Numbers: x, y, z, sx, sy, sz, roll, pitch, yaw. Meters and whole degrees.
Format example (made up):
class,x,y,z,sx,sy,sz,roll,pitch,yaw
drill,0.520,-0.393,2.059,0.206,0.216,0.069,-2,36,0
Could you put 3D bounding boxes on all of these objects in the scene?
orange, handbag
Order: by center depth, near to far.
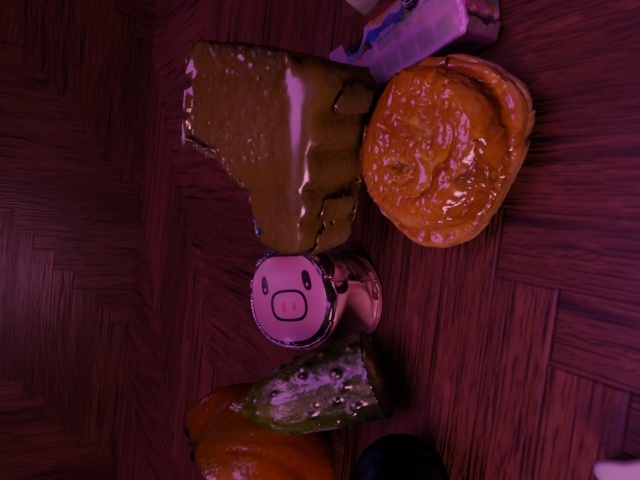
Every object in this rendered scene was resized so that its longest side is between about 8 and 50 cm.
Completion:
class,x,y,z,sx,sy,sz,roll,pitch,yaw
handbag,-0.010,0.095,0.792,0.205,0.116,0.179,-12,83,44
orange,-0.103,0.380,0.813,0.310,0.274,0.274,-87,21,-55

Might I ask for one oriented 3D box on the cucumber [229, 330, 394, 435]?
class,x,y,z,sx,sy,sz,roll,pitch,yaw
cucumber,-0.021,0.226,0.711,0.244,0.134,0.134,-17,66,12

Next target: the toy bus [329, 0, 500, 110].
class,x,y,z,sx,sy,sz,roll,pitch,yaw
toy bus,0.121,-0.284,0.688,0.274,0.090,0.112,-15,82,57

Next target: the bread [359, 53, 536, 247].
class,x,y,z,sx,sy,sz,roll,pitch,yaw
bread,0.149,-0.109,0.593,0.198,0.120,0.236,41,124,40

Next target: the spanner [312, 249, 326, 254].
class,x,y,z,sx,sy,sz,roll,pitch,yaw
spanner,0.000,0.000,0.868,0.087,0.024,0.316,30,114,34

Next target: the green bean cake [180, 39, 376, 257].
class,x,y,z,sx,sy,sz,roll,pitch,yaw
green bean cake,-0.063,-0.147,0.737,0.310,0.202,0.285,27,118,34

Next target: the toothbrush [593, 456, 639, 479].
class,x,y,z,sx,sy,sz,roll,pitch,yaw
toothbrush,0.371,0.164,0.301,0.386,0.040,0.040,-28,64,52

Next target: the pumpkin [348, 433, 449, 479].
class,x,y,z,sx,sy,sz,roll,pitch,yaw
pumpkin,0.096,0.345,0.601,0.194,0.150,0.194,-32,49,48

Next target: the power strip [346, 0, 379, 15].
class,x,y,z,sx,sy,sz,roll,pitch,yaw
power strip,0.085,-0.433,0.705,0.078,0.052,0.272,-35,34,47

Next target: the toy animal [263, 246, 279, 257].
class,x,y,z,sx,sy,sz,roll,pitch,yaw
toy animal,-0.029,-0.040,0.925,0.079,0.070,0.253,47,120,5
